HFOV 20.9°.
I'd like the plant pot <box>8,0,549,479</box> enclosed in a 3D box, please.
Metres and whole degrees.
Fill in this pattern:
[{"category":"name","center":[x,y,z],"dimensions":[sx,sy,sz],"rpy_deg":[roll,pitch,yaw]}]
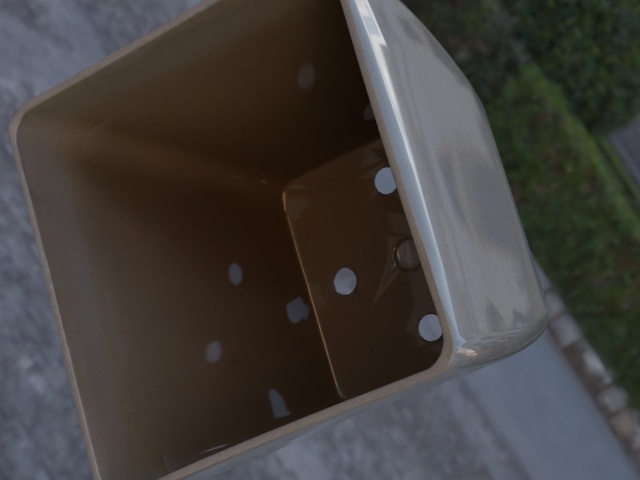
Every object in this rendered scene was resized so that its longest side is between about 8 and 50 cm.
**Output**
[{"category":"plant pot","center":[0.000,0.000,0.457],"dimensions":[0.096,0.109,0.109],"rpy_deg":[6,63,-55]}]
